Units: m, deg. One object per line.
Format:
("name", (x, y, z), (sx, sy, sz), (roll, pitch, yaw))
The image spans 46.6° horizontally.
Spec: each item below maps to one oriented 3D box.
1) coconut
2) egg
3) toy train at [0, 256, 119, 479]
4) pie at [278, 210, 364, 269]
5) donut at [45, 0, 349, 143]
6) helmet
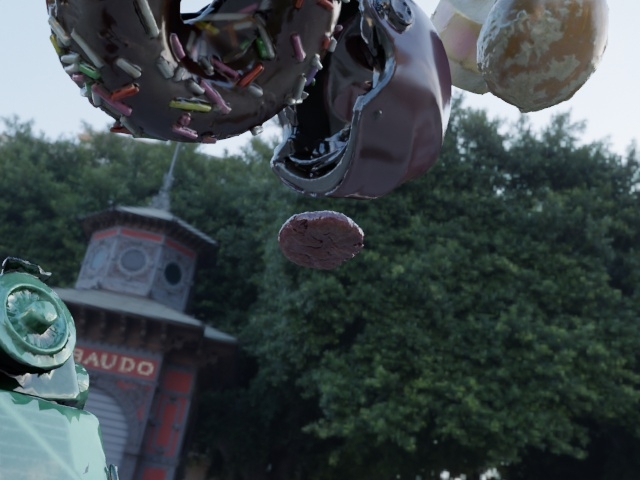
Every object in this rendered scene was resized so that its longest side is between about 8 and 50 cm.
("coconut", (0.349, -0.446, 1.628), (0.237, 0.197, 0.236), (-1, -59, -2))
("egg", (0.362, -0.329, 1.209), (0.204, 0.245, 0.203), (20, 19, -7))
("toy train", (-0.208, 0.076, 0.350), (0.115, 0.154, 0.269), (-30, -32, 13))
("pie", (0.000, 0.000, 1.294), (0.155, 0.036, 0.154), (2, -38, 1))
("donut", (-0.088, -0.196, 0.603), (0.103, 0.269, 0.269), (41, -5, 36))
("helmet", (0.064, -0.212, 1.014), (0.197, 0.338, 0.271), (10, -20, -31))
